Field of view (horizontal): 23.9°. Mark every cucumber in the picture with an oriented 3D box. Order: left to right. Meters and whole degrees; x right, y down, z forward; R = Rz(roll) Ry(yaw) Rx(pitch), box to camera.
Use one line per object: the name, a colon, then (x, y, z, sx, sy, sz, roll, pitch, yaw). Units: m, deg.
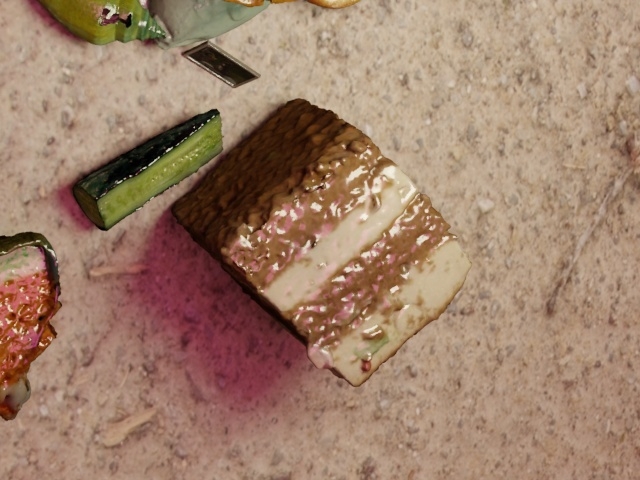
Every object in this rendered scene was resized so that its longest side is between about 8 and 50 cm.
cucumber: (-0.222, -0.102, 1.971, 0.211, 0.062, 0.078, -38, 147, -22)

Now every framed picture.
framed picture: (-0.130, -0.231, 1.987, 0.089, 0.066, 0.006, 32, 65, -28)

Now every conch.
conch: (-0.288, -0.301, 1.897, 0.201, 0.079, 0.095, 38, 63, -18)

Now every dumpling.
dumpling: (-0.136, -0.337, 1.934, 0.217, 0.105, 0.149, -21, 123, 0)

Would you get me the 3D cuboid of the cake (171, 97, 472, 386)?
cake: (0.000, 0.000, 1.979, 0.256, 0.282, 0.290, -41, 118, -7)

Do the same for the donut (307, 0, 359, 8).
donut: (-0.003, -0.401, 2.014, 0.184, 0.073, 0.166, 29, 86, -26)

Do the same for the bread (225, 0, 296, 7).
bread: (-0.077, -0.473, 1.841, 0.337, 0.204, 0.358, 29, 67, -10)

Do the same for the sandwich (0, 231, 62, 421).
sandwich: (-0.430, 0.112, 1.880, 0.212, 0.109, 0.292, 34, 86, -33)
